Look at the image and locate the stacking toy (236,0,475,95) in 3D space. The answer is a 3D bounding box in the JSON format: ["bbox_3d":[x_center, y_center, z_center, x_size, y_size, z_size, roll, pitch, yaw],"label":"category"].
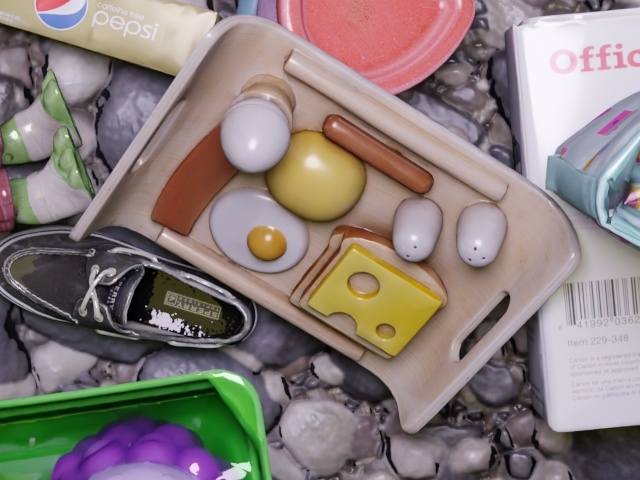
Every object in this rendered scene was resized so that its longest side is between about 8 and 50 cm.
[{"bbox_3d":[-0.012,-0.263,1.235,0.309,0.130,0.279,46,71,-15],"label":"stacking toy"}]

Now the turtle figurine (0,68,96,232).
[{"bbox_3d":[-0.320,-0.062,1.225,0.266,0.198,0.274,-20,97,-3],"label":"turtle figurine"}]

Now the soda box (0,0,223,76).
[{"bbox_3d":[-0.170,-0.174,1.279,0.181,0.061,0.058,16,93,0],"label":"soda box"}]

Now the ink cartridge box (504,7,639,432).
[{"bbox_3d":[0.264,-0.021,1.248,0.226,0.131,0.306,-4,92,1],"label":"ink cartridge box"}]

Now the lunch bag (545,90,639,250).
[{"bbox_3d":[0.286,-0.048,1.069,0.262,0.223,0.160,-11,99,2],"label":"lunch bag"}]

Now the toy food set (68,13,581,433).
[{"bbox_3d":[0.000,0.000,1.182,0.306,0.092,0.219,32,125,-10],"label":"toy food set"}]

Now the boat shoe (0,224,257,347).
[{"bbox_3d":[-0.157,0.037,1.290,0.219,0.070,0.077,11,94,0],"label":"boat shoe"}]

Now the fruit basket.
[{"bbox_3d":[-0.206,0.253,1.161,0.392,0.392,0.282,-9,94,2],"label":"fruit basket"}]
